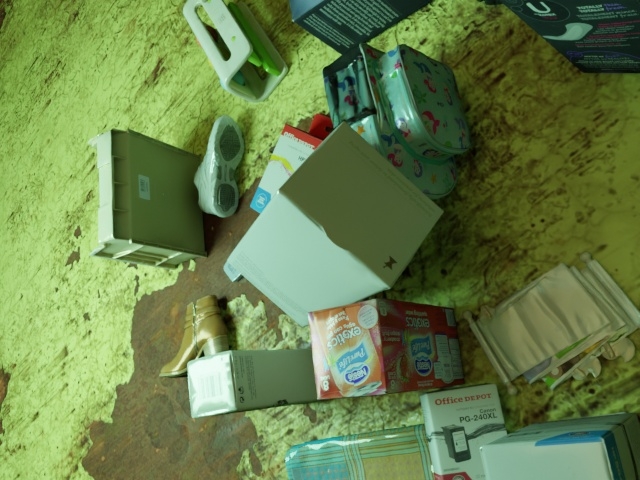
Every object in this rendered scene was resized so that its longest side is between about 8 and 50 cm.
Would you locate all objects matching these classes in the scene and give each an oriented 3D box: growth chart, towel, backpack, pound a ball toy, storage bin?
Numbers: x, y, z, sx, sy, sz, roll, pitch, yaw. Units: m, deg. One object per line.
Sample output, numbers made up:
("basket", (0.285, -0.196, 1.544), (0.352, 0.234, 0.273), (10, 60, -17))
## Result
("growth chart", (0.340, 0.130, 0.875), (0.237, 0.021, 0.172), (-35, 62, 28))
("towel", (0.101, 0.459, 0.994), (0.370, 0.040, 0.272), (-22, 70, 33))
("backpack", (0.129, -0.177, 0.970), (0.191, 0.225, 0.254), (-14, 78, 41))
("pound a ball toy", (-0.239, -0.464, 1.320), (0.136, 0.208, 0.319), (-45, 59, 23))
("storage bin", (-0.394, -0.087, 1.346), (0.123, 0.260, 0.262), (-16, 72, 31))

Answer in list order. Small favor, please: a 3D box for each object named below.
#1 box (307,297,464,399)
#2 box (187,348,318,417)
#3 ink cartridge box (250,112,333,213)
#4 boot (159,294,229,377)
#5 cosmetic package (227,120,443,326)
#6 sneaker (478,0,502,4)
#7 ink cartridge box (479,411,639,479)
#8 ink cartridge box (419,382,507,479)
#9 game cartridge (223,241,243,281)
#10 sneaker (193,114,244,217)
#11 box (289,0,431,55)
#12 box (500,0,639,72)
("box", (0.107, 0.166, 0.901), (0.122, 0.257, 0.128), (-16, 73, 33))
("box", (-0.090, 0.243, 1.031), (0.113, 0.275, 0.094), (-21, 70, 35))
("ink cartridge box", (-0.032, -0.140, 1.181), (0.134, 0.078, 0.231), (30, 100, 38))
("boot", (-0.286, 0.218, 1.326), (0.197, 0.073, 0.152), (-23, 69, 20))
("cosmetic package", (0.000, 0.000, 0.932), (0.155, 0.197, 0.365), (-50, 5, -26))
("sneaker", (0.356, -0.462, 0.921), (0.279, 0.107, 0.118), (3, 75, 36))
("ink cartridge box", (0.315, 0.279, 0.752), (0.148, 0.203, 0.086), (-20, 72, 35))
("ink cartridge box", (0.217, 0.294, 0.886), (0.109, 0.063, 0.151), (-9, 74, 0))
("game cartridge", (-0.177, 0.047, 1.303), (0.083, 0.017, 0.056), (-54, 51, 18))
("sneaker", (-0.244, -0.169, 1.351), (0.115, 0.090, 0.232), (2, 82, 42))
("box", (0.085, -0.564, 1.101), (0.294, 0.182, 0.296), (-23, 69, 32))
("box", (0.374, -0.328, 0.759), (0.165, 0.270, 0.143), (17, 93, 47))
